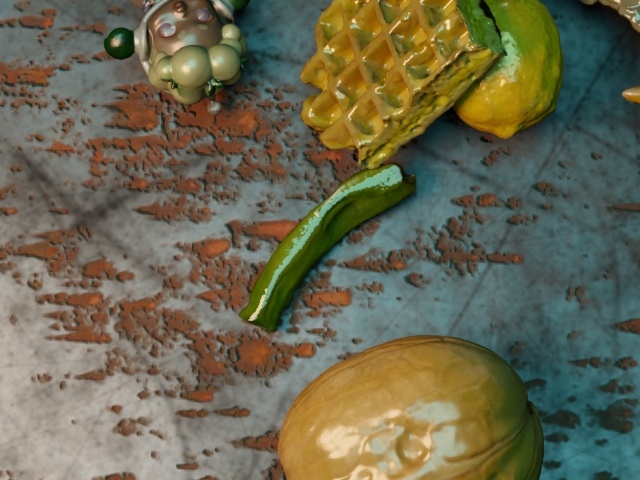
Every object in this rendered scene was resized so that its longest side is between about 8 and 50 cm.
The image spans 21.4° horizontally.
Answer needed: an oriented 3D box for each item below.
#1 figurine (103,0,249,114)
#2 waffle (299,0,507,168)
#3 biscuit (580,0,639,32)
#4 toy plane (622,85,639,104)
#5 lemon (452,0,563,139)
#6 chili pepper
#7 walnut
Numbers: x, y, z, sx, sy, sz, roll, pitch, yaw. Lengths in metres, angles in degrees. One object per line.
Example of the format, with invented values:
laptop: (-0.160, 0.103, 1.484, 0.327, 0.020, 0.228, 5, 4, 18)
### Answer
figurine: (-0.135, -0.210, 1.564, 0.147, 0.093, 0.197, -25, 78, -13)
waffle: (0.057, -0.167, 1.517, 0.211, 0.055, 0.160, -41, 52, 34)
biscuit: (0.314, -0.224, 1.531, 0.176, 0.031, 0.229, -12, 54, -10)
toy plane: (0.429, -0.116, 1.513, 0.316, 0.103, 0.204, 1, 78, 11)
lemon: (0.163, -0.166, 1.526, 0.114, 0.114, 0.155, -5, 79, 3)
chili pepper: (0.000, 0.000, 1.539, 0.202, 0.050, 0.052, -47, 119, -2)
walnut: (0.077, 0.178, 1.435, 0.225, 0.193, 0.193, -15, 79, 1)
